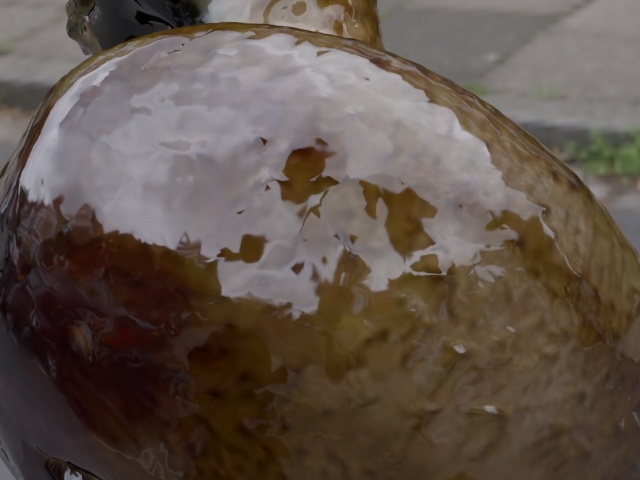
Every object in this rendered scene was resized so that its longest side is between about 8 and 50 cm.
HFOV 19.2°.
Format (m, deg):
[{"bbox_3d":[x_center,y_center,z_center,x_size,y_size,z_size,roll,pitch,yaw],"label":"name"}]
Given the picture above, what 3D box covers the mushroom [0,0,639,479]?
[{"bbox_3d":[-0.008,0.018,0.836,0.334,0.331,0.356,24,38,-3],"label":"mushroom"}]
